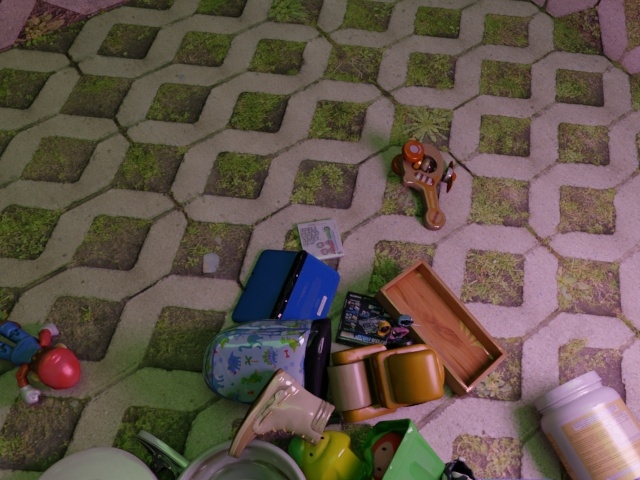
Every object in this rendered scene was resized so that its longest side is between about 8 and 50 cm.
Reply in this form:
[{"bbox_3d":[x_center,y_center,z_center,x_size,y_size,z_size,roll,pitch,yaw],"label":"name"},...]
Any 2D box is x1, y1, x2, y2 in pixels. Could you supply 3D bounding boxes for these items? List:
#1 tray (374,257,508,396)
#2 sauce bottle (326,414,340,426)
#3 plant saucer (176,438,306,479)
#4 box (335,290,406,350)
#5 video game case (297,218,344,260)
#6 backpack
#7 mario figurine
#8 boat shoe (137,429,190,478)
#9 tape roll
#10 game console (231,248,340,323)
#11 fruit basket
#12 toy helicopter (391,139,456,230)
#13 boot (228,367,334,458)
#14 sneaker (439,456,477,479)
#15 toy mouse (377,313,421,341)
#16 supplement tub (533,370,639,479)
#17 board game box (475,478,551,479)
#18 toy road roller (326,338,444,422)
[{"bbox_3d":[0.384,0.274,1.801,0.203,0.076,0.410,-33,76,-27],"label":"tray"},{"bbox_3d":[-0.006,0.543,1.678,0.128,0.042,0.042,-4,61,-8],"label":"sauce bottle"},{"bbox_3d":[-0.211,0.739,1.483,0.401,0.100,0.400,-4,59,6],"label":"plant saucer"},{"bbox_3d":[0.175,0.275,1.836,0.221,0.051,0.175,13,60,3],"label":"box"},{"bbox_3d":[0.000,0.000,2.001,0.143,0.019,0.157,-9,62,-9],"label":"video game case"},{"bbox_3d":[-0.166,0.363,1.656,0.356,0.273,0.289,8,95,15],"label":"backpack"},{"bbox_3d":[-0.859,0.369,1.700,0.321,0.170,0.197,21,97,20],"label":"mario figurine"},{"bbox_3d":[-0.439,0.630,1.584,0.229,0.080,0.076,34,62,7],"label":"boat shoe"},{"bbox_3d":[-0.610,0.759,1.497,0.393,0.072,0.391,1,60,-2],"label":"tape roll"},{"bbox_3d":[-0.111,0.190,1.881,0.250,0.173,0.293,34,60,-20],"label":"game console"},{"bbox_3d":[0.094,0.636,1.523,0.393,0.283,0.391,7,69,-17],"label":"fruit basket"},{"bbox_3d":[0.419,-0.206,2.107,0.235,0.140,0.354,-2,71,-15],"label":"toy helicopter"},{"bbox_3d":[-0.104,0.506,1.501,0.204,0.095,0.261,35,77,-1],"label":"boot"},{"bbox_3d":[0.351,0.680,1.471,0.094,0.153,0.234,21,46,9],"label":"sneaker"},{"bbox_3d":[0.240,0.261,1.713,0.143,0.161,0.031,-9,53,-8],"label":"toy mouse"},{"bbox_3d":[0.792,0.569,1.602,0.241,0.241,0.331,-19,64,-14],"label":"supplement tub"},{"bbox_3d":[0.513,0.697,1.556,0.211,0.160,0.047,2,61,-2],"label":"board game box"},{"bbox_3d":[0.205,0.396,1.614,0.330,0.241,0.202,-8,81,-20],"label":"toy road roller"}]
